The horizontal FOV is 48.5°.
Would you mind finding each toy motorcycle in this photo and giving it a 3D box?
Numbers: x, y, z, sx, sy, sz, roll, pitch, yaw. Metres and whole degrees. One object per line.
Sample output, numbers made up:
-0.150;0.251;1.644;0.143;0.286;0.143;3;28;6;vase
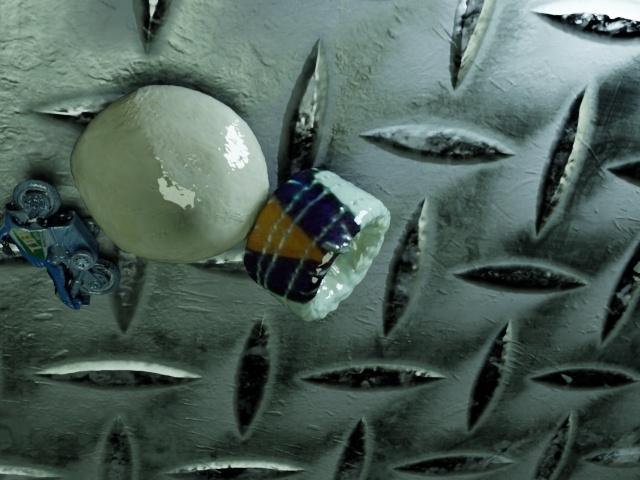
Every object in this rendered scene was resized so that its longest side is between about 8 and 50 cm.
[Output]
-0.418;0.014;1.110;0.135;0.092;0.254;-19;132;7;toy motorcycle

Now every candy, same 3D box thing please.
-0.215;-0.087;1.049;0.295;0.185;0.296;-6;125;-8;candy

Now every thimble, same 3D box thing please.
0.000;0.000;1.128;0.237;0.150;0.237;-45;159;-23;thimble
